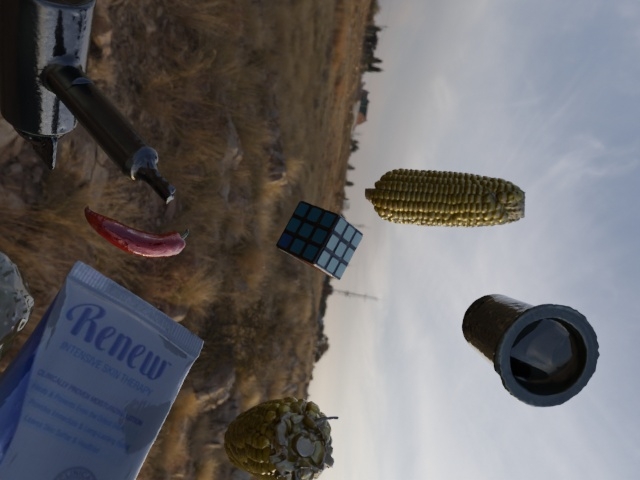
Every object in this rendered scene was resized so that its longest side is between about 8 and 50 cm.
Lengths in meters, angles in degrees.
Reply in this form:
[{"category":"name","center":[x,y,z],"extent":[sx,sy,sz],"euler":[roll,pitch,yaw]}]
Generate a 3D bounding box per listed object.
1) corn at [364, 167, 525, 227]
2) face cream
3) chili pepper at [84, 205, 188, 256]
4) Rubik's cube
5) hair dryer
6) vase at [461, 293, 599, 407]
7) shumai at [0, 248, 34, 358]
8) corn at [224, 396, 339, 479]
[{"category":"corn","center":[0.260,-0.091,1.006],"extent":[0.130,0.347,0.130],"euler":[-21,113,-60]},{"category":"face cream","center":[-0.325,0.256,0.585],"extent":[0.137,0.235,0.420],"euler":[-22,-143,41]},{"category":"chili pepper","center":[-0.556,-0.014,1.473],"extent":[0.368,0.092,0.137],"euler":[17,54,-53]},{"category":"Rubik's cube","center":[0.000,0.000,1.356],"extent":[0.163,0.160,0.162],"euler":[33,82,-52]},{"category":"hair dryer","center":[-0.223,-0.104,0.441],"extent":[0.078,0.248,0.195],"euler":[-26,156,-46]},{"category":"vase","center":[0.498,0.241,1.164],"extent":[0.291,0.245,0.245],"euler":[-119,-142,-82]},{"category":"shumai","center":[-0.395,0.122,0.309],"extent":[0.217,0.346,0.283],"euler":[-49,-131,35]},{"category":"corn","center":[-0.072,0.276,0.645],"extent":[0.305,0.106,0.106],"euler":[137,-34,-60]}]
